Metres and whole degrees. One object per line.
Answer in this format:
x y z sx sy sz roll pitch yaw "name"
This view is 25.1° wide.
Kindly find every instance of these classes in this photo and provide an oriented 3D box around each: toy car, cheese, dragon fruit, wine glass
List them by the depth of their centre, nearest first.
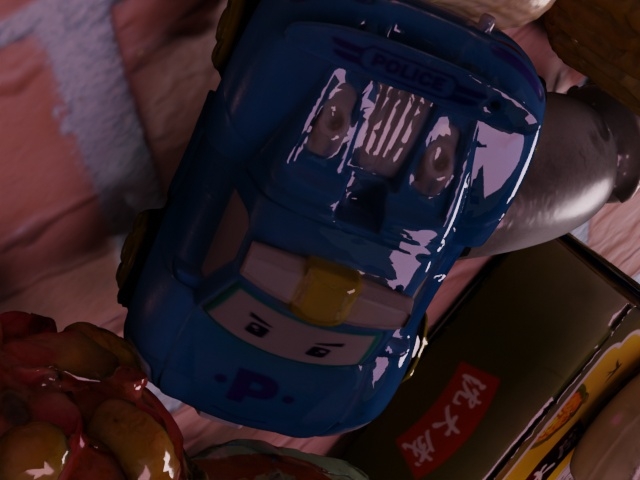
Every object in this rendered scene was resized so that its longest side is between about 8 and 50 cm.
-0.166 0.172 0.802 0.250 0.269 0.291 -36 154 -36 "dragon fruit"
0.000 0.000 0.816 0.198 0.166 0.314 21 117 -12 "toy car"
0.151 -0.052 1.064 0.204 0.111 0.111 -19 141 -40 "wine glass"
0.333 0.137 1.297 0.249 0.071 0.163 -52 150 6 "cheese"

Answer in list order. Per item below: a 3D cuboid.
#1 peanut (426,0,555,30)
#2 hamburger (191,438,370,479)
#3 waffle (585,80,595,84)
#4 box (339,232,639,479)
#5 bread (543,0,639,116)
0.084 -0.174 0.856 0.206 0.087 0.087 2 126 -52 "peanut"
-0.084 0.288 1.110 0.275 0.261 0.150 -5 168 -5 "hamburger"
0.288 -0.110 1.147 0.092 0.135 0.021 -19 125 -39 "waffle"
0.205 0.195 1.413 0.373 0.138 0.420 -51 151 9 "box"
0.282 -0.205 1.020 0.227 0.142 0.253 -6 135 -50 "bread"
